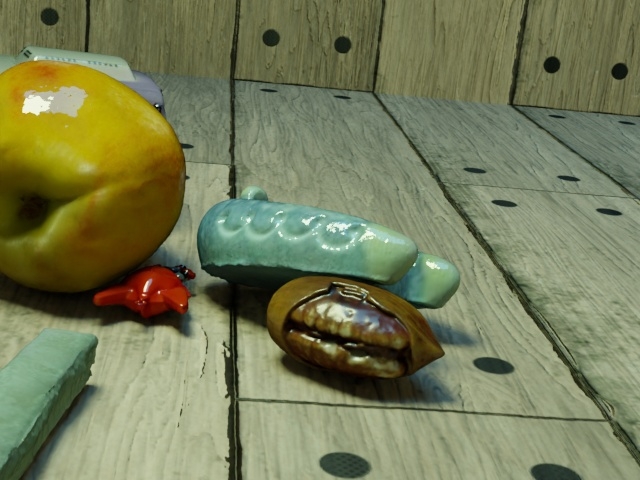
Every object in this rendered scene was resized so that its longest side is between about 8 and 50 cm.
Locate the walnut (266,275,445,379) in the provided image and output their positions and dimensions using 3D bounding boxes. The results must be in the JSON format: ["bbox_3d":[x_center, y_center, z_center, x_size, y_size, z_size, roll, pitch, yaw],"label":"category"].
[{"bbox_3d":[0.036,0.098,1.157,0.207,0.115,0.116,15,19,20],"label":"walnut"}]

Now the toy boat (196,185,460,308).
[{"bbox_3d":[0.000,0.000,1.302,0.330,0.123,0.215,4,-11,35],"label":"toy boat"}]

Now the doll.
[{"bbox_3d":[-0.199,0.054,1.294,0.109,0.057,0.169,5,18,3],"label":"doll"}]

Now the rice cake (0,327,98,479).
[{"bbox_3d":[-0.267,0.160,0.921,0.066,0.063,0.336,8,17,4],"label":"rice cake"}]

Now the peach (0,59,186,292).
[{"bbox_3d":[-0.310,-0.080,1.333,0.289,0.289,0.308,9,22,9],"label":"peach"}]

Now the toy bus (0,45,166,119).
[{"bbox_3d":[-0.438,-0.153,1.533,0.440,0.249,0.209,3,17,-24],"label":"toy bus"}]
